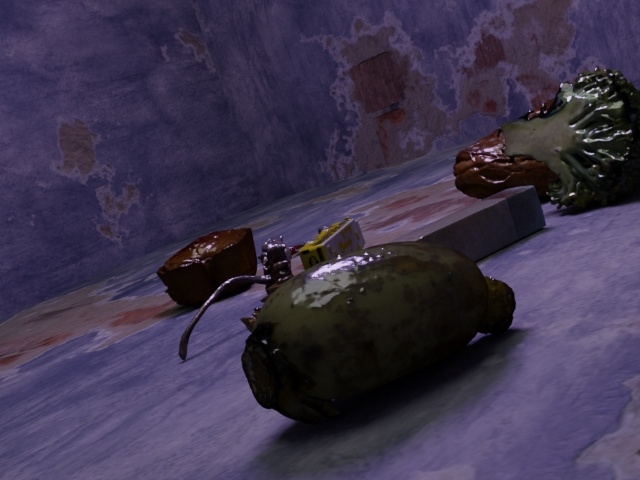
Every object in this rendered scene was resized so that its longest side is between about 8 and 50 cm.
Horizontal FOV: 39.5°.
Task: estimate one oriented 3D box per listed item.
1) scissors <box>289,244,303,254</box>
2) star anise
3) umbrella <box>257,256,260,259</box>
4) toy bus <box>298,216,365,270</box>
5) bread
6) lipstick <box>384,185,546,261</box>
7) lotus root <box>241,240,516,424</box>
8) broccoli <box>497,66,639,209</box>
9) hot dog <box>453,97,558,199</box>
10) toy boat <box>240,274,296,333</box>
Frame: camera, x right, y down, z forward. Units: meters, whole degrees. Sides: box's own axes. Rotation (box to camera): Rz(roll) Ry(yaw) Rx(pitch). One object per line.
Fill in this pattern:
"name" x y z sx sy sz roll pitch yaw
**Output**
"scissors" 0.000 0.000 2.226 0.144 0.017 0.248 -10 9 29
"star anise" -0.142 0.100 1.516 0.227 0.148 0.218 -10 49 -11
"umbrella" -0.119 0.042 2.224 0.149 0.022 0.022 -7 51 57
"toy bus" 0.020 0.016 1.800 0.074 0.081 0.226 -18 7 22
"bread" -0.249 0.056 1.992 0.232 0.135 0.247 -19 7 4
"lipstick" 0.196 0.008 1.408 0.371 0.076 0.080 -23 10 -28
"lotus root" 0.066 0.082 0.943 0.309 0.173 0.173 -14 4 -25
"broccoli" 0.471 -0.171 1.553 0.180 0.242 0.273 3 -1 -38
"hot dog" 0.458 -0.183 1.824 0.387 0.174 0.267 -30 6 -9
"toy boat" -0.052 0.095 1.430 0.064 0.072 0.206 -16 7 37
